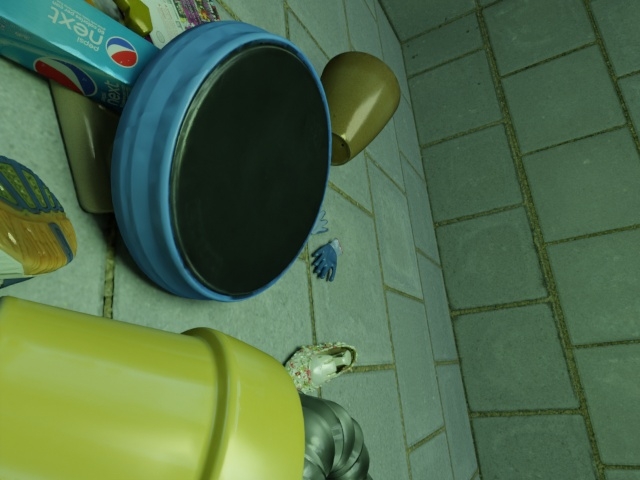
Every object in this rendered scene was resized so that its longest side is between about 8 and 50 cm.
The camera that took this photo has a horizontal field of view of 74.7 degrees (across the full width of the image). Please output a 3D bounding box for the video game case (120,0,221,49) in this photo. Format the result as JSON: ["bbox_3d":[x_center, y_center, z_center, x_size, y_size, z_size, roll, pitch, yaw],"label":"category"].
[{"bbox_3d":[-0.233,-0.356,0.703,0.210,0.041,0.232,-46,119,-58],"label":"video game case"}]

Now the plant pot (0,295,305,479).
[{"bbox_3d":[-0.181,0.168,0.340,0.239,0.253,0.254,37,43,-30],"label":"plant pot"}]

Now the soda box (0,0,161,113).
[{"bbox_3d":[-0.272,-0.216,0.466,0.210,0.067,0.071,22,64,-41],"label":"soda box"}]

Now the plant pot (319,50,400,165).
[{"bbox_3d":[0.066,-0.329,1.129,0.237,0.236,0.255,53,49,-38],"label":"plant pot"}]

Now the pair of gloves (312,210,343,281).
[{"bbox_3d":[0.000,0.000,1.019,0.159,0.023,0.199,-42,114,-59],"label":"pair of gloves"}]

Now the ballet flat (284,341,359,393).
[{"bbox_3d":[0.008,0.247,0.847,0.240,0.077,0.091,-3,81,-63],"label":"ballet flat"}]

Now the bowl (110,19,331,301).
[{"bbox_3d":[-0.102,-0.095,0.605,0.391,0.077,0.392,-40,139,-47],"label":"bowl"}]

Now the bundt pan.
[{"bbox_3d":[-0.014,0.399,0.639,0.330,0.124,0.332,25,61,-58],"label":"bundt pan"}]

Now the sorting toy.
[{"bbox_3d":[-0.244,-0.194,0.578,0.229,0.041,0.308,-14,90,-51],"label":"sorting toy"}]

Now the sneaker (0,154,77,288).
[{"bbox_3d":[-0.298,0.010,0.300,0.112,0.130,0.296,63,0,-9],"label":"sneaker"}]
